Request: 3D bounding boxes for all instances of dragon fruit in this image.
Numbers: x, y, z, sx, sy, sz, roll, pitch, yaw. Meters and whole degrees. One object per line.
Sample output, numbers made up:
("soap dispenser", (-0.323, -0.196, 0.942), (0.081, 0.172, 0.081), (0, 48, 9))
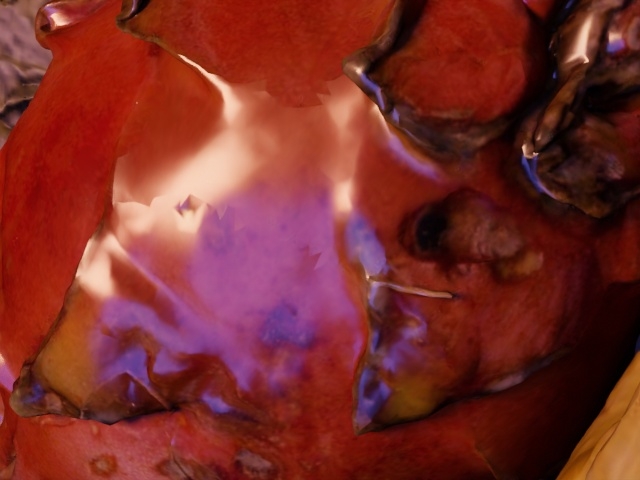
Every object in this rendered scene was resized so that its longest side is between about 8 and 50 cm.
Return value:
("dragon fruit", (-0.002, 0.003, 0.636), (0.250, 0.250, 0.315), (27, 114, 8))

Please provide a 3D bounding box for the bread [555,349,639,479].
("bread", (0.221, 0.017, 0.513), (0.191, 0.314, 0.370), (60, 139, 23))
